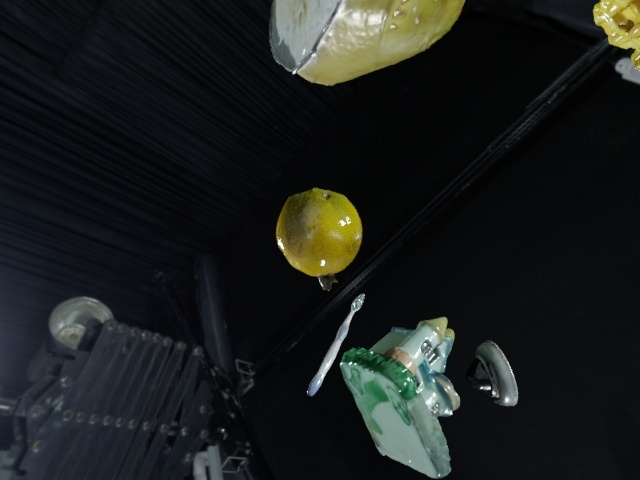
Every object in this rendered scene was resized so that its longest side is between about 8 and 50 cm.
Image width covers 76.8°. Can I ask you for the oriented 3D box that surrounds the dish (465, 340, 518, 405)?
[{"bbox_3d":[0.360,0.300,0.889,0.078,0.141,0.141,-15,-132,-2],"label":"dish"}]

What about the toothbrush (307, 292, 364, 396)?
[{"bbox_3d":[0.039,0.212,0.862,0.269,0.021,0.027,-56,171,-39],"label":"toothbrush"}]

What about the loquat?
[{"bbox_3d":[0.000,0.000,0.994,0.213,0.213,0.246,-13,-97,40],"label":"loquat"}]

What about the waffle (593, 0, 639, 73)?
[{"bbox_3d":[0.412,-0.244,0.408,0.060,0.307,0.312,-49,-146,9],"label":"waffle"}]

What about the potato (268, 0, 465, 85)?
[{"bbox_3d":[0.065,-0.329,0.535,0.300,0.196,0.246,-3,-98,62],"label":"potato"}]

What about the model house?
[{"bbox_3d":[0.246,0.296,0.915,0.325,0.267,0.194,-32,-168,-35],"label":"model house"}]
